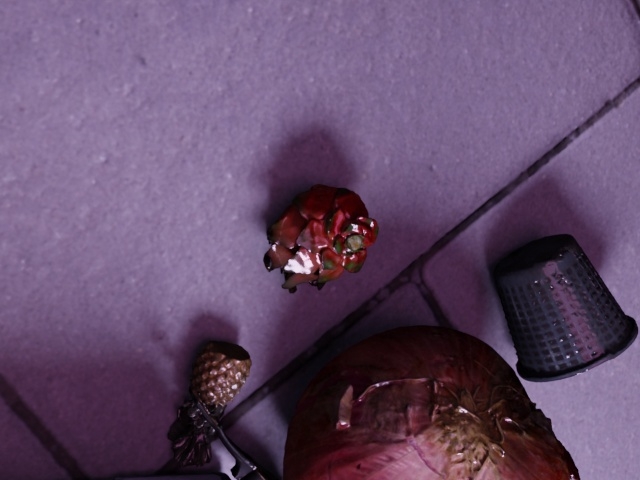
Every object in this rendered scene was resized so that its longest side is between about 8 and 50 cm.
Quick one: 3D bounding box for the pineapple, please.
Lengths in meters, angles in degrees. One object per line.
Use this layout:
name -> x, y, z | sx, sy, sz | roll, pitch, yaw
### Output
pineapple -> -0.140, 0.204, 1.120 | 0.074, 0.074, 0.159 | 18, 100, -25

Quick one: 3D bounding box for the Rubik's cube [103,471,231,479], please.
Rubik's cube -> -0.216, 0.457, 0.993 | 0.313, 0.316, 0.319 | 3, 99, -24

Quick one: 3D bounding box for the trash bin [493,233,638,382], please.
trash bin -> 0.320, 0.085, 1.252 | 0.175, 0.175, 0.161 | -31, 99, -16

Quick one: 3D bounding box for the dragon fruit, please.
dragon fruit -> 0.001, -0.002, 1.116 | 0.142, 0.121, 0.130 | -19, 101, 6

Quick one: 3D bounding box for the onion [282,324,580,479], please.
onion -> 0.126, 0.274, 1.097 | 0.353, 0.353, 0.354 | -4, 101, -23

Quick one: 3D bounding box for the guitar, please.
guitar -> -0.097, 0.267, 1.102 | 0.038, 0.084, 0.271 | -41, 129, -10
